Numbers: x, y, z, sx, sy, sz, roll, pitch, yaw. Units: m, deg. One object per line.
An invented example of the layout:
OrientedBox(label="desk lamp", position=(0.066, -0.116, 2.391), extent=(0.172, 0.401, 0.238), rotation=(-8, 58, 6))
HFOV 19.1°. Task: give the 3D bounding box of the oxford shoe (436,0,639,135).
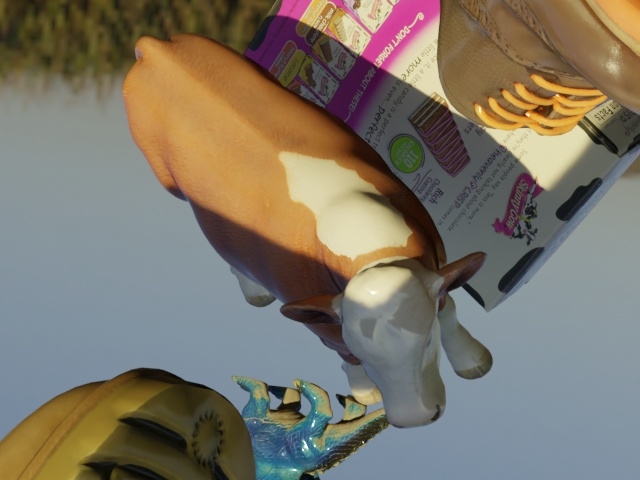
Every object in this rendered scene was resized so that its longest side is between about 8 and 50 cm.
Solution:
OrientedBox(label="oxford shoe", position=(0.123, -0.096, 0.843), extent=(0.130, 0.132, 0.363), rotation=(14, -162, -8))

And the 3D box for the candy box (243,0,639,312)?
OrientedBox(label="candy box", position=(0.078, -0.093, 1.195), extent=(0.233, 0.159, 0.071), rotation=(46, -138, 10))

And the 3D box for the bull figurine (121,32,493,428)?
OrientedBox(label="bull figurine", position=(0.000, 0.000, 1.040), extent=(0.310, 0.101, 0.188), rotation=(49, 171, 37))

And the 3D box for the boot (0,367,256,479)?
OrientedBox(label="boot", position=(-0.178, 0.107, 0.514), extent=(0.270, 0.236, 0.089), rotation=(16, 157, 35))

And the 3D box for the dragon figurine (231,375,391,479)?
OrientedBox(label="dragon figurine", position=(-0.021, 0.196, 1.647), extent=(0.289, 0.144, 0.085), rotation=(1, 167, 40))
